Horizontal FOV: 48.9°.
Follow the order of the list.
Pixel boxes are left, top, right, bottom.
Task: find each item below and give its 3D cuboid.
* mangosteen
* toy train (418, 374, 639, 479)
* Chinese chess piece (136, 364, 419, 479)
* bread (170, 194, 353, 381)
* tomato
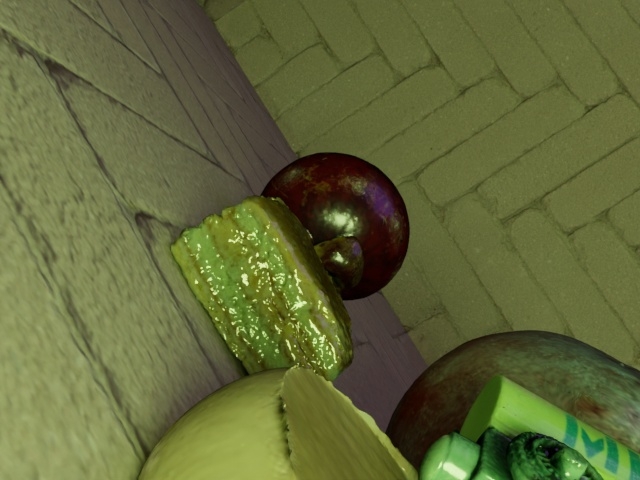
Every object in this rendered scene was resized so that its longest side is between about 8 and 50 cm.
[{"bbox_3d":[0.000,0.000,0.936,0.215,0.215,0.257,56,41,-13],"label":"mangosteen"},{"bbox_3d":[0.179,0.173,0.419,0.253,0.105,0.157,29,22,7],"label":"toy train"},{"bbox_3d":[0.009,0.186,0.371,0.250,0.103,0.250,55,7,-10],"label":"Chinese chess piece"},{"bbox_3d":[-0.040,0.056,0.663,0.196,0.102,0.138,59,8,8],"label":"bread"},{"bbox_3d":[0.204,0.233,0.629,0.316,0.283,0.317,28,3,-2],"label":"tomato"}]
